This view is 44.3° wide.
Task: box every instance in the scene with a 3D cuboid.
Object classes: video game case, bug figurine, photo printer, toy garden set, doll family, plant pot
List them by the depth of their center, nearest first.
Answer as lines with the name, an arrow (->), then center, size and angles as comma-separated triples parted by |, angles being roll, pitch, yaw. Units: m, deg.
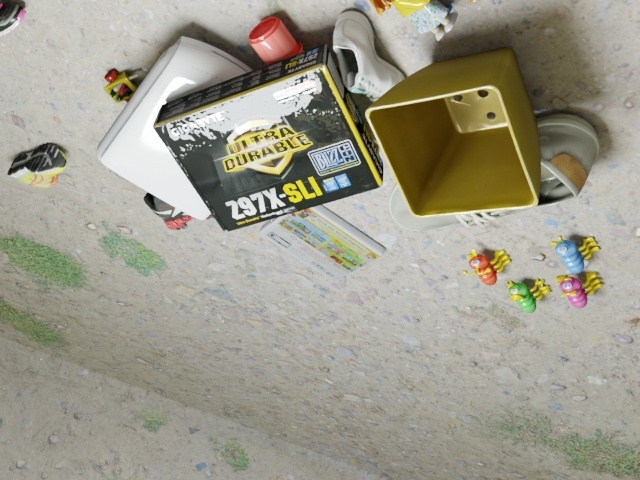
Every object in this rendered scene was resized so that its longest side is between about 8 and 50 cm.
doll family -> 0.144, -0.373, 1.070 | 0.163, 0.118, 0.263 | 32, 146, -16
plant pot -> 0.229, -0.181, 1.222 | 0.212, 0.187, 0.212 | -5, 128, 34
photo printer -> -0.230, -0.209, 1.457 | 0.256, 0.107, 0.307 | 32, 120, -23
toy garden set -> -0.298, -0.265, 1.549 | 0.244, 0.049, 0.204 | -7, 138, 37
bug figurine -> 0.442, 0.074, 1.604 | 0.279, 0.072, 0.216 | -12, 135, 41
video game case -> 0.000, 0.000, 1.793 | 0.227, 0.026, 0.206 | 34, 146, -17

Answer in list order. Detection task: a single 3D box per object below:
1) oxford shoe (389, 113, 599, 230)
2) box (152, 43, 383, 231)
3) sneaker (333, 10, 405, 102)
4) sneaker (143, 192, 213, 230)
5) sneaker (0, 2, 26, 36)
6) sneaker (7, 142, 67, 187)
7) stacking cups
oxford shoe -> 0.282, -0.091, 1.402 | 0.169, 0.130, 0.449 | 37, 146, -26
box -> -0.083, -0.164, 1.355 | 0.321, 0.079, 0.257 | -15, 130, 19
sneaker -> 0.075, -0.266, 1.292 | 0.080, 0.094, 0.212 | -8, 138, 35
sneaker -> -0.297, -0.106, 1.738 | 0.135, 0.098, 0.276 | 38, 145, -29
sneaker -> -0.634, -0.433, 1.482 | 0.170, 0.063, 0.075 | 8, 152, 28
sneaker -> -0.657, -0.170, 1.882 | 0.208, 0.082, 0.094 | -2, 149, 42
stacking cups -> -0.016, -0.250, 1.382 | 0.096, 0.096, 0.316 | -10, 133, 40
